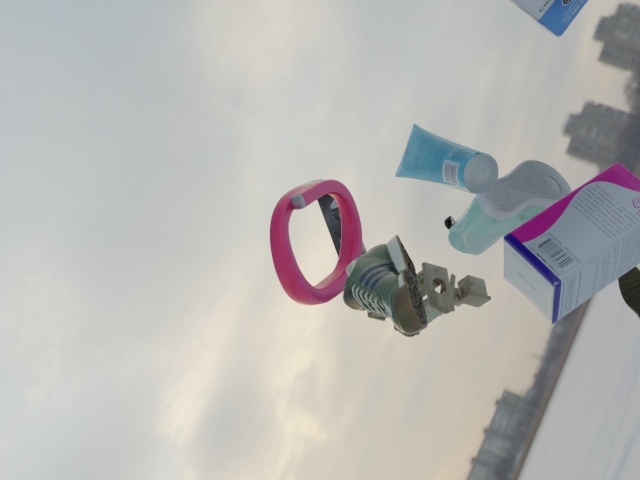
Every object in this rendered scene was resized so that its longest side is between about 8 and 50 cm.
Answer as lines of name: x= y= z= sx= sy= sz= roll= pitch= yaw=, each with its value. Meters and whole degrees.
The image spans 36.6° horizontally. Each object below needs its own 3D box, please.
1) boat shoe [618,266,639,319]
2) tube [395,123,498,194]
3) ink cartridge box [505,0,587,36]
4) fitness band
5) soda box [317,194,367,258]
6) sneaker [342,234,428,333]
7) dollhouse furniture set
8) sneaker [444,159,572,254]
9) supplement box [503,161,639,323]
boat shoe: x=0.601 y=0.112 z=1.787 sx=0.056 sy=0.153 sz=0.048 roll=-36 pitch=-12 yaw=29
tube: x=0.160 y=-0.106 z=1.301 sx=0.207 sy=0.052 sz=0.080 roll=31 pitch=99 yaw=62
ink cartridge box: x=0.267 y=-0.462 z=1.230 sx=0.285 sy=0.166 sz=0.395 roll=-54 pitch=-30 yaw=17
fitness band: x=0.000 y=0.000 z=1.752 sx=0.291 sy=0.054 sz=0.209 roll=-33 pitch=-68 yaw=-60
soda box: x=0.048 y=-0.031 z=2.109 sx=0.053 sy=0.060 sz=0.168 roll=-19 pitch=-91 yaw=-78
sneaker: x=0.069 y=0.063 z=1.118 sx=0.064 sy=0.086 sz=0.192 roll=61 pitch=-169 yaw=-22
dollhouse furniture set: x=0.210 y=0.143 z=1.854 sx=0.182 sy=0.161 sz=0.101 roll=-41 pitch=44 yaw=42
sneaker: x=0.320 y=-0.053 z=1.676 sx=0.256 sy=0.094 sz=0.151 roll=-16 pitch=-26 yaw=-42
supplement box: x=0.385 y=0.002 z=1.407 sx=0.220 sy=0.111 sz=0.114 roll=-32 pitch=-35 yaw=-13
